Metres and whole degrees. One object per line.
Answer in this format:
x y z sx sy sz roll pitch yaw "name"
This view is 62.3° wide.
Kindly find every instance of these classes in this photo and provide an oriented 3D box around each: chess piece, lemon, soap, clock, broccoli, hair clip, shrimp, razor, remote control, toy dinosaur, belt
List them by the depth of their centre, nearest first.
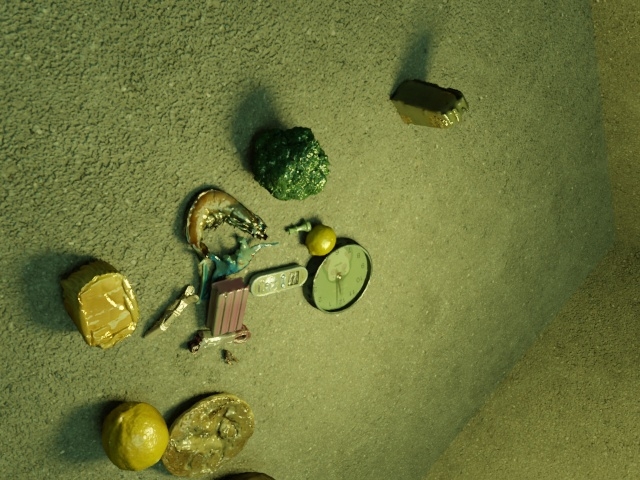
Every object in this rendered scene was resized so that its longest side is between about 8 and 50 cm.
-0.087 -0.260 1.708 0.270 0.269 0.270 -56 146 -55 "broccoli"
-0.305 -0.031 1.709 0.290 0.054 0.222 28 81 -31 "shrimp"
-0.483 0.246 1.723 0.226 0.072 0.034 -48 129 -9 "hair clip"
-0.603 0.637 1.726 0.204 0.204 0.260 -31 129 -23 "lemon"
-0.394 0.129 1.753 0.037 0.068 0.191 -7 121 -26 "razor"
-0.291 0.067 1.790 0.329 0.076 0.144 -40 140 -12 "toy dinosaur"
-0.320 0.228 1.817 0.122 0.065 0.203 -11 131 -35 "soap"
-0.358 0.346 1.884 0.232 0.053 0.071 -9 123 -35 "belt"
-0.083 -0.042 1.929 0.093 0.042 0.042 -19 121 -25 "chess piece"
-0.157 0.146 1.953 0.244 0.047 0.087 -11 114 -34 "remote control"
-0.335 0.439 1.961 0.038 0.029 0.092 -46 135 -13 "shrimp"
0.000 0.000 1.967 0.133 0.109 0.109 -54 133 -13 "lemon"
0.075 0.148 2.127 0.318 0.066 0.319 -18 121 -32 "clock"

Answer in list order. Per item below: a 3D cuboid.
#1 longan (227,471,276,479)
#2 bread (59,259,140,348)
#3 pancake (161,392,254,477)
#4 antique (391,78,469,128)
-0.271 1.121 2.088 0.391 0.391 0.391 -17 120 -32 "longan"
-0.636 0.184 1.530 0.179 0.133 0.250 -26 126 -28 "bread"
-0.423 0.736 1.994 0.386 0.082 0.387 -21 125 -33 "pancake"
0.411 -0.492 1.942 0.125 0.284 0.150 -52 131 -7 "antique"
